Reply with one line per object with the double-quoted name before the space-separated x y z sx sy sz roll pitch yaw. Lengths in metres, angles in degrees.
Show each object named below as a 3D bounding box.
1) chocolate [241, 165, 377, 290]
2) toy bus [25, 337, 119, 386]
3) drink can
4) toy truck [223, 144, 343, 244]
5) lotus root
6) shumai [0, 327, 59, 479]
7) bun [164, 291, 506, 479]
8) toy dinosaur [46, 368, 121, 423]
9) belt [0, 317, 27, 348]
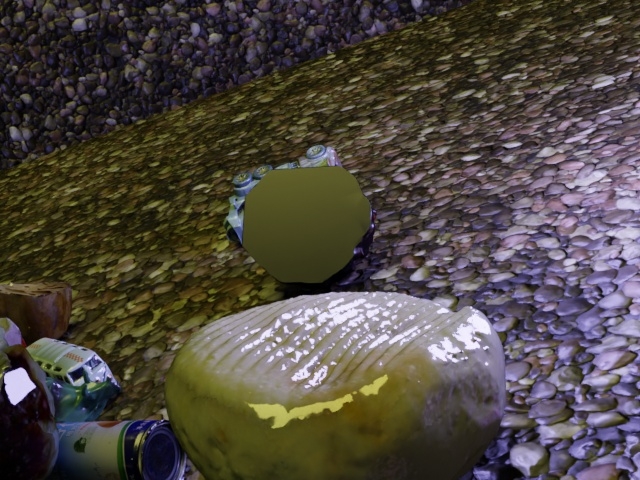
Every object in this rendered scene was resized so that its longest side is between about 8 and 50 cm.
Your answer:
"chocolate" 0.000 0.000 1.651 0.224 0.206 0.177 -3 -18 15
"toy bus" -0.406 0.210 1.518 0.193 0.089 0.087 6 34 45
"drink can" -0.294 0.283 1.247 0.235 0.097 0.097 -6 26 29
"toy truck" -0.071 -0.082 1.902 0.256 0.108 0.140 -20 35 5
"lotus root" -0.522 0.135 1.741 0.159 0.135 0.095 -16 19 -27
"shumai" -0.488 0.216 1.144 0.348 0.395 0.395 18 24 -6
"bun" 0.015 0.188 1.034 0.365 0.219 0.365 -7 13 2
"toy dinosaur" -0.406 0.280 1.388 0.292 0.120 0.079 -39 30 15
"belt" -0.597 0.207 1.641 0.200 0.124 0.128 -18 24 7
